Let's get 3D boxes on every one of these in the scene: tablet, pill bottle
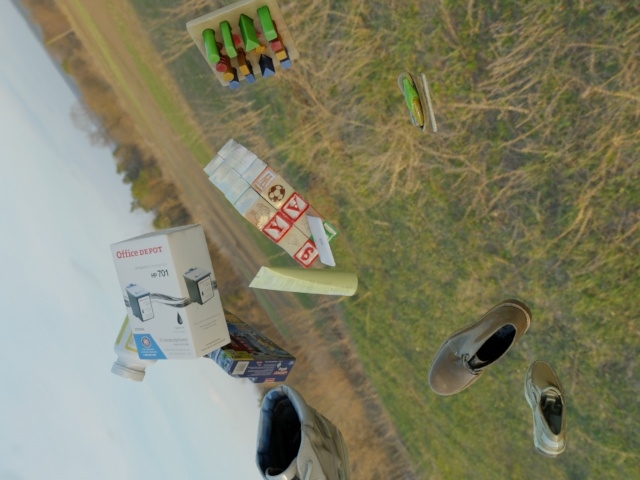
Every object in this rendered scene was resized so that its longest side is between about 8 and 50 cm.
[{"bbox_3d":[0.000,0.000,0.983,0.054,0.006,0.083,15,126,65],"label":"tablet"},{"bbox_3d":[-0.402,0.218,1.379,0.103,0.184,0.103,20,171,3],"label":"pill bottle"}]

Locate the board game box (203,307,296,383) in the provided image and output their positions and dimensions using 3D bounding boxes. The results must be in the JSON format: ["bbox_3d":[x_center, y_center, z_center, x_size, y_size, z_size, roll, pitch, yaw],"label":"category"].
[{"bbox_3d":[-0.179,0.204,1.213,0.194,0.060,0.194,33,-170,34],"label":"board game box"}]

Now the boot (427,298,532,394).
[{"bbox_3d":[0.326,0.252,1.332,0.112,0.115,0.305,42,123,8],"label":"boot"}]

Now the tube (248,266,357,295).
[{"bbox_3d":[-0.034,0.088,1.376,0.062,0.240,0.070,-142,59,-62],"label":"tube"}]

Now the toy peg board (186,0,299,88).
[{"bbox_3d":[-0.129,-0.337,1.097,0.161,0.161,0.079,58,-165,-60],"label":"toy peg board"}]

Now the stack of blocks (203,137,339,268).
[{"bbox_3d":[-0.111,-0.088,1.114,0.171,0.087,0.297,42,-179,-38],"label":"stack of blocks"}]

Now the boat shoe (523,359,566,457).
[{"bbox_3d":[0.398,0.275,1.061,0.190,0.068,0.072,-81,-10,-51],"label":"boat shoe"}]

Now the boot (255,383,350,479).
[{"bbox_3d":[-0.016,0.264,0.589,0.123,0.095,0.258,55,-169,-35],"label":"boot"}]

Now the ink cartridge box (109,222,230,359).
[{"bbox_3d":[-0.232,0.081,0.943,0.139,0.082,0.191,-9,99,36],"label":"ink cartridge box"}]

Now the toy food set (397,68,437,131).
[{"bbox_3d":[0.183,-0.282,1.240,0.192,0.038,0.132,-105,-2,-73],"label":"toy food set"}]
